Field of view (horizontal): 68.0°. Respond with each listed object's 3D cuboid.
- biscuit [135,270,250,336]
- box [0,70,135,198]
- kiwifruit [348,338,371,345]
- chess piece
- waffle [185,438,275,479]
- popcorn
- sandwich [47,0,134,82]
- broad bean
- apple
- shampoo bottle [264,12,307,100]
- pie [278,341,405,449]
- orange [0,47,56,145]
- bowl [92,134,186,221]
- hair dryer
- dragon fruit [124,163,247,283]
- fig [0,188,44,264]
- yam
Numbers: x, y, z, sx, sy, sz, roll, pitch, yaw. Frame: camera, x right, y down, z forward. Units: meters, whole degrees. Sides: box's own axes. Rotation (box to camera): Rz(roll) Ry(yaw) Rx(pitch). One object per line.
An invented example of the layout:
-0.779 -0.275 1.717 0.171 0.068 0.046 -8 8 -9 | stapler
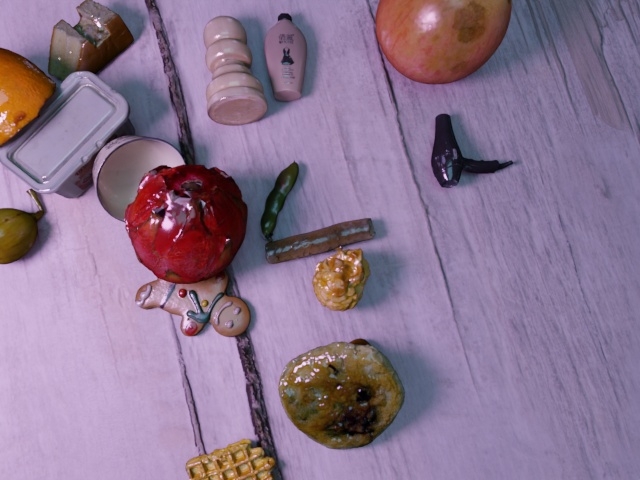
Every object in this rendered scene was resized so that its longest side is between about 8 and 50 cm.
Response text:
-0.325 0.158 1.268 0.302 0.049 0.196 29 81 -1 | biscuit
-0.631 -0.255 1.236 0.175 0.182 0.311 38 79 1 | box
0.084 0.316 1.272 0.124 0.075 0.075 -39 86 -7 | kiwifruit
-0.253 -0.495 1.339 0.167 0.167 0.299 -9 77 -8 | chess piece
-0.215 0.596 1.197 0.211 0.055 0.160 -20 84 -8 | waffle
0.059 0.100 1.262 0.180 0.180 0.170 -36 119 -11 | popcorn
-0.654 -0.539 1.314 0.122 0.128 0.235 37 78 9 | sandwich
-0.120 -0.115 1.333 0.065 0.046 0.254 9 72 34 | broad bean
0.343 -0.633 1.335 0.365 0.364 0.363 1 80 -6 | apple
-0.101 -0.545 1.397 0.127 0.078 0.256 -3 79 -6 | shampoo bottle
0.057 0.403 1.212 0.324 0.070 0.322 1 101 4 | pie
-0.789 -0.348 1.173 0.274 0.274 0.310 -40 77 -11 | orange
-0.483 -0.171 1.236 0.126 0.237 0.237 32 75 38 | bowl
0.456 -0.257 1.425 0.272 0.091 0.235 8 69 -17 | hair dryer
-0.323 -0.043 1.175 0.296 0.301 0.295 7 48 -8 | dragon fruit
-0.793 -0.023 1.220 0.148 0.186 0.142 39 123 11 | fig
0.000 0.000 1.319 0.318 0.067 0.071 -14 95 -7 | yam
